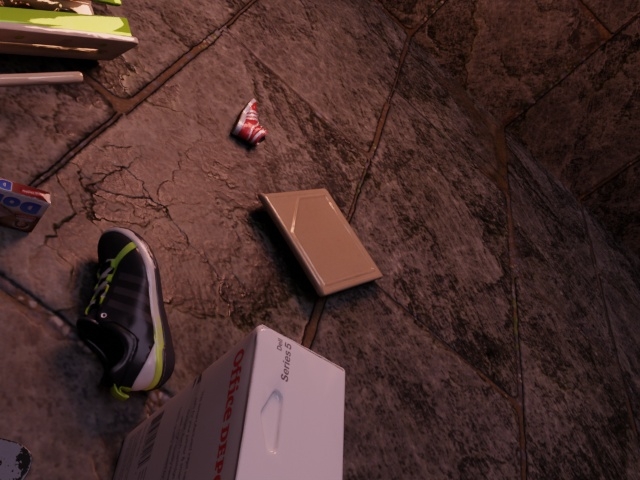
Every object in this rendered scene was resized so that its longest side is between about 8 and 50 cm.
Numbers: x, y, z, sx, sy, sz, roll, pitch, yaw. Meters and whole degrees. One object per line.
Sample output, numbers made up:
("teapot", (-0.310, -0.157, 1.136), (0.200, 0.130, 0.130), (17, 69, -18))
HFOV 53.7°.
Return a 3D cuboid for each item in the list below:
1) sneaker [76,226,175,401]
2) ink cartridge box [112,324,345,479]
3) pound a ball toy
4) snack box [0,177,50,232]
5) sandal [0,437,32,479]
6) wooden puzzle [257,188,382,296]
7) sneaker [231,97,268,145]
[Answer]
("sneaker", (-0.252, 0.080, 0.781), (0.097, 0.084, 0.234), (3, 54, -46))
("ink cartridge box", (-0.103, 0.240, 0.614), (0.115, 0.273, 0.198), (32, 37, -24))
("pound a ball toy", (-0.438, -0.308, 0.954), (0.319, 0.136, 0.208), (-20, 97, -55))
("snack box", (-0.420, -0.058, 0.745), (0.178, 0.064, 0.022), (19, 42, -37))
("sandal", (-0.354, 0.203, 0.575), (0.179, 0.040, 0.067), (20, 42, -36))
("wooden puzzle", (0.000, 0.000, 1.200), (0.239, 0.044, 0.220), (-8, 62, -57))
("sneaker", (-0.135, -0.237, 1.280), (0.067, 0.042, 0.118), (32, 44, -17))
